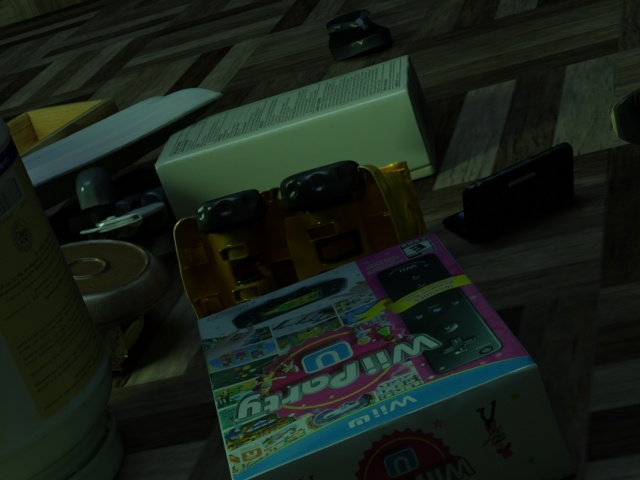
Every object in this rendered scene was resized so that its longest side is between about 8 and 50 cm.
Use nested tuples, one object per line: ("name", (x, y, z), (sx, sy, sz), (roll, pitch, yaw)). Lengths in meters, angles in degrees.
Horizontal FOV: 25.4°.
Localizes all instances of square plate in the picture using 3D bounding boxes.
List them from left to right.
("square plate", (-0.331, -0.090, 1.836), (0.344, 0.049, 0.347), (-29, 2, -29))

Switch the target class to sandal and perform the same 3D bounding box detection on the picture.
("sandal", (0.048, -0.345, 2.308), (0.097, 0.054, 0.254), (-22, 20, -4))

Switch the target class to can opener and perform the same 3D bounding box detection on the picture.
("can opener", (-0.217, -0.056, 1.678), (0.076, 0.095, 0.283), (-16, 7, 12))

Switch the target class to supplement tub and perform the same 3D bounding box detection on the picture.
("supplement tub", (-0.317, 0.074, 1.180), (0.241, 0.331, 0.241), (-17, 20, 7))

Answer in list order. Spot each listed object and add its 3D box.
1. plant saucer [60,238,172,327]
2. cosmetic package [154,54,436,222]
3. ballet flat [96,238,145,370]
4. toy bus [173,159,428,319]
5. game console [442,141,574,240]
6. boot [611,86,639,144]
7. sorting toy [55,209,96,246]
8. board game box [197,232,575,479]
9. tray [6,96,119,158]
("plant saucer", (-0.233, 0.038, 1.417), (0.168, 0.029, 0.168), (-4, 24, 2))
("cosmetic package", (-0.025, -0.109, 1.694), (0.309, 0.113, 0.160), (-17, 20, 12))
("ballet flat", (-0.220, 0.075, 1.482), (0.077, 0.091, 0.241), (11, 26, -3))
("toy bus", (0.000, 0.000, 1.372), (0.220, 0.149, 0.211), (-14, 8, 23))
("game console", (0.185, -0.056, 1.425), (0.122, 0.107, 0.071), (-25, 49, -11))
("boot", (0.371, -0.146, 1.491), (0.198, 0.076, 0.137), (-12, 13, -16))
("sorting toy", (-0.393, 0.015, 1.823), (0.307, 0.041, 0.229), (-32, 23, -29))
("board game box", (0.036, 0.114, 1.092), (0.224, 0.097, 0.303), (-21, 21, -2))
("tray", (-0.501, -0.095, 2.162), (0.203, 0.076, 0.411), (-4, 27, 37))
